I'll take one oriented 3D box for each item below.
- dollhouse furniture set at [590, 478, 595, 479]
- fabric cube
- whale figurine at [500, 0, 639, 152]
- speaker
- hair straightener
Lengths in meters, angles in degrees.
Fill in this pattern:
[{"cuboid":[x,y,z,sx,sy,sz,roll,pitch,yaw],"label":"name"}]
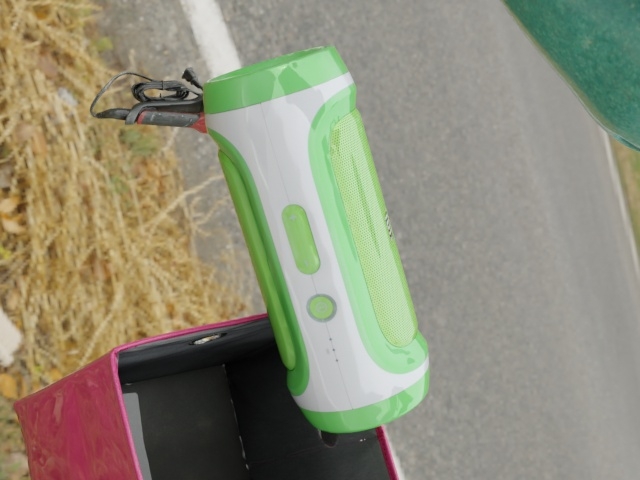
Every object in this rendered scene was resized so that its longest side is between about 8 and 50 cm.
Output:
[{"cuboid":[0.211,0.309,0.782,0.184,0.129,0.129,57,16,15],"label":"dollhouse furniture set"},{"cuboid":[-0.107,0.226,0.934,0.254,0.258,0.259,-7,77,-36],"label":"fabric cube"},{"cuboid":[0.157,-0.137,0.550,0.216,0.272,0.141,-95,-151,-81],"label":"whale figurine"},{"cuboid":[0.000,0.000,0.807,0.131,0.131,0.297,-44,121,-62],"label":"speaker"},{"cuboid":[-0.175,-0.174,1.255,0.047,0.230,0.089,113,-31,-53],"label":"hair straightener"}]
